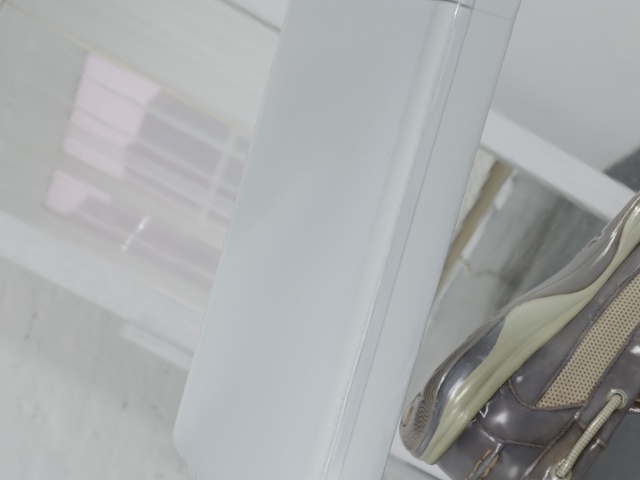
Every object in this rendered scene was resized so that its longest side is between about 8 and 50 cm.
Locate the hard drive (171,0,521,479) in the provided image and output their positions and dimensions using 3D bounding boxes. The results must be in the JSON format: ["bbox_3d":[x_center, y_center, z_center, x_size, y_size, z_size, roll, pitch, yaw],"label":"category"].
[{"bbox_3d":[0.000,0.000,0.654,0.233,0.047,0.353,35,112,64],"label":"hard drive"}]

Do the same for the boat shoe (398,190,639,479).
[{"bbox_3d":[0.212,0.060,0.752,0.355,0.130,0.132,-37,-15,-19],"label":"boat shoe"}]
